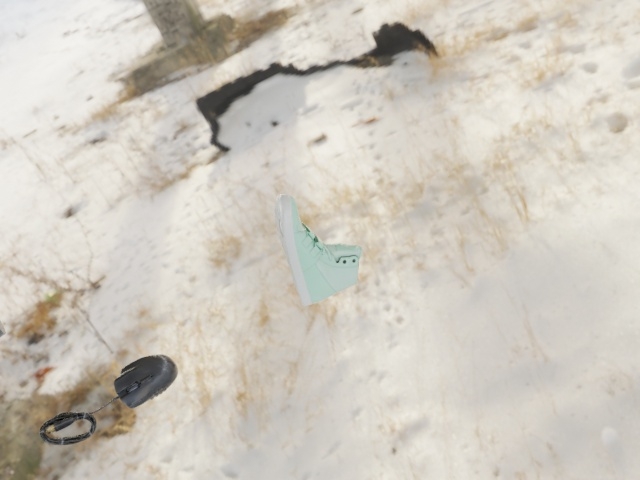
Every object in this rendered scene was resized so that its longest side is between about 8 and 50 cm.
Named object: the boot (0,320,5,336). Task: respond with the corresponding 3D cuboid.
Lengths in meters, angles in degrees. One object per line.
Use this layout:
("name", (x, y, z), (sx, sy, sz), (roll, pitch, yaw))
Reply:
("boot", (-0.394, 0.028, 0.718), (0.106, 0.219, 0.082), (-38, 2, -12))

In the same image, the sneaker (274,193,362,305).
("sneaker", (0.000, 0.000, 1.624), (0.151, 0.256, 0.094), (-19, 30, -6))

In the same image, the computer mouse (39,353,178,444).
("computer mouse", (-0.330, 0.251, 1.279), (0.242, 0.071, 0.041), (-31, -6, -34))
